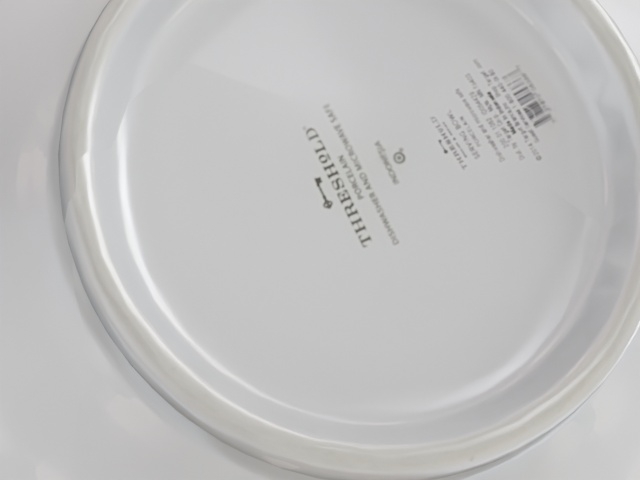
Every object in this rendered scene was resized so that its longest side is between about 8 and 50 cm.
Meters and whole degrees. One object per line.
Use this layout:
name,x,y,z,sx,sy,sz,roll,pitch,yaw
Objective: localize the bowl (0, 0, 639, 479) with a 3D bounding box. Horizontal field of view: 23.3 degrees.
bowl,0.000,0.000,0.409,0.298,0.298,0.134,-27,173,-17
